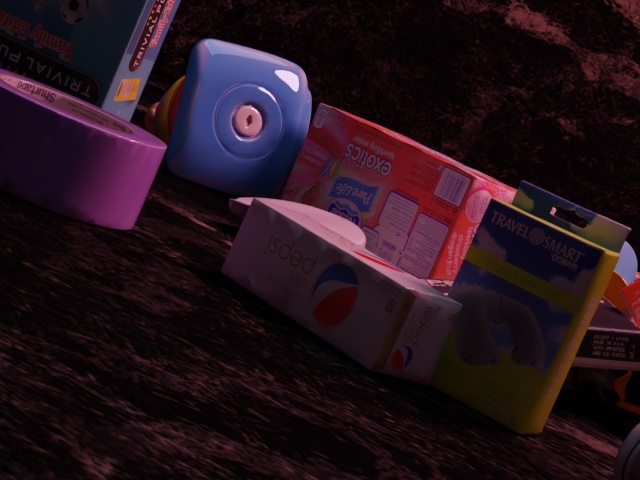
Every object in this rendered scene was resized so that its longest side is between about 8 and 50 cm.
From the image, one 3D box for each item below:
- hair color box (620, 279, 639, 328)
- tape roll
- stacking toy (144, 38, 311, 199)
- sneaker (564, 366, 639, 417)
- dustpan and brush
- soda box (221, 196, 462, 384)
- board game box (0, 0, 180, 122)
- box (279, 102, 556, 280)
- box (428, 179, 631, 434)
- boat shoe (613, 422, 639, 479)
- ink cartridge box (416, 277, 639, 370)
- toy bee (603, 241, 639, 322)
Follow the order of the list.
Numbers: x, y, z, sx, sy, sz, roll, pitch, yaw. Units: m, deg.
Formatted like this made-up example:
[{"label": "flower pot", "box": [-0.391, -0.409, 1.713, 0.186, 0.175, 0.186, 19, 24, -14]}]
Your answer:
[{"label": "hair color box", "box": [0.335, 0.117, 1.569, 0.093, 0.053, 0.167, 53, 16, -40]}, {"label": "tape roll", "box": [-0.233, -0.082, 1.476, 0.189, 0.080, 0.189, 23, 5, -2]}, {"label": "stacking toy", "box": [-0.151, -0.147, 2.149, 0.166, 0.175, 0.302, 15, -4, -27]}, {"label": "sneaker", "box": [0.341, 0.147, 1.694, 0.215, 0.084, 0.083, 8, 12, -27]}, {"label": "dustpan and brush", "box": [0.000, 0.000, 1.811, 0.147, 0.060, 0.211, 21, 12, 20]}, {"label": "soda box", "box": [0.013, 0.038, 1.393, 0.069, 0.074, 0.216, 18, 8, -42]}, {"label": "board game box", "box": [-0.286, -0.307, 1.974, 0.254, 0.336, 0.079, 26, 7, 21]}, {"label": "box", "box": [0.102, -0.032, 1.966, 0.142, 0.154, 0.300, 19, 7, -40]}, {"label": "box", "box": [0.157, 0.050, 1.346, 0.109, 0.178, 0.042, 27, 7, 29]}, {"label": "boat shoe", "box": [0.323, 0.200, 1.056, 0.302, 0.109, 0.094, 27, 9, 8]}, {"label": "ink cartridge box", "box": [0.176, 0.069, 1.619, 0.206, 0.045, 0.208, 4, 11, -11]}, {"label": "toy bee", "box": [0.352, 0.075, 2.080, 0.298, 0.162, 0.195, -7, -10, -1]}]
